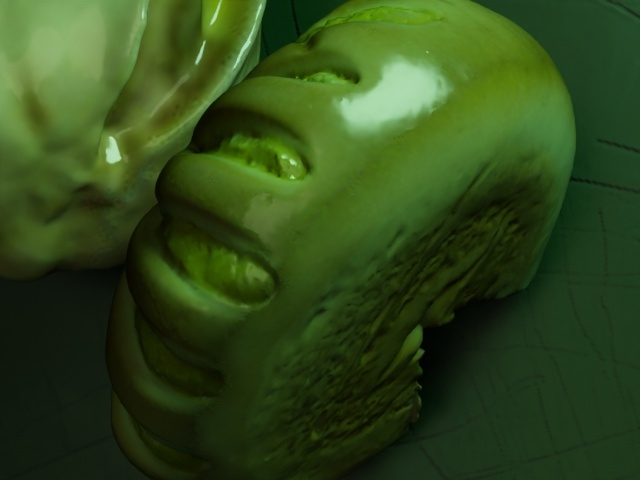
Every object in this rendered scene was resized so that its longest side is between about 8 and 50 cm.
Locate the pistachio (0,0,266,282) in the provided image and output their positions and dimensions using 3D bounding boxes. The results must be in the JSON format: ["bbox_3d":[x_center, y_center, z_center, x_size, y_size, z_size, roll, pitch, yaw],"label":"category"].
[{"bbox_3d":[-0.142,-0.128,1.142,0.238,0.229,0.321,11,78,44],"label":"pistachio"}]

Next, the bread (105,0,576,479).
[{"bbox_3d":[0.000,0.000,1.071,0.160,0.333,0.333,41,95,26],"label":"bread"}]
